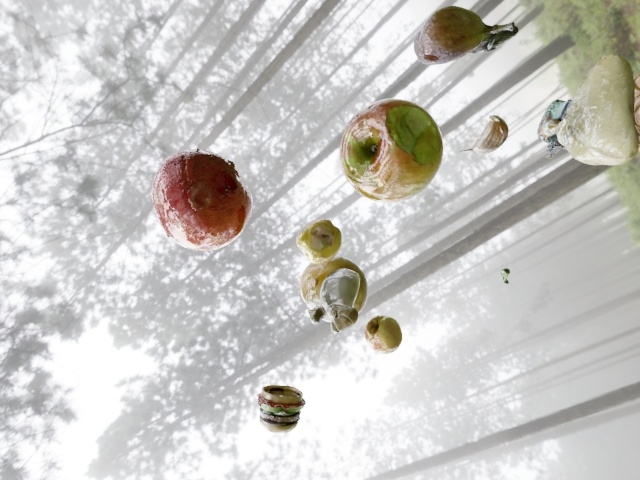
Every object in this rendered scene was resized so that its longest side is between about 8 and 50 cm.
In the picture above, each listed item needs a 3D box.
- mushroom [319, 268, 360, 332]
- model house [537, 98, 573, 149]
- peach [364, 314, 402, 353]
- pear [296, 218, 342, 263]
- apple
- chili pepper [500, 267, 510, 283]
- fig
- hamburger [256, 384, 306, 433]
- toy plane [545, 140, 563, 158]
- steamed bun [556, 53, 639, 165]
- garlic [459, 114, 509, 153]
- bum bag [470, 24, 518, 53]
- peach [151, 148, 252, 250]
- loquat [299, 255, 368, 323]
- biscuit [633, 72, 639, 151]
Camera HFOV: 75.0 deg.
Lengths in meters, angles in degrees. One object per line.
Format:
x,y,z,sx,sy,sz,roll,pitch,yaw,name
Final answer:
0.045,0.153,1.091,0.093,0.116,0.225,53,-159,-12,mushroom
1.023,-0.460,1.640,0.252,0.185,0.291,25,-167,12,model house
0.292,0.437,1.924,0.184,0.184,0.184,35,-146,-28,peach
0.000,0.000,1.600,0.178,0.178,0.178,35,-146,-28,pear
0.237,-0.289,1.367,0.339,0.339,0.340,35,-146,-28,apple
0.666,0.128,1.509,0.030,0.034,0.091,-66,-30,-28,chili pepper
0.405,-0.589,1.184,0.170,0.273,0.146,-59,-39,-76,fig
-0.135,0.576,1.416,0.175,0.175,0.137,10,-96,-50,hamburger
0.767,-0.298,1.366,0.121,0.049,0.031,78,-175,-75,toy plane
0.600,-0.255,0.934,0.212,0.110,0.232,62,-148,-73,steamed bun
0.694,-0.425,1.742,0.128,0.198,0.091,17,-132,-23,garlic
0.621,-0.770,1.602,0.340,0.143,0.095,-25,-78,-35,bum bag
-0.401,-0.142,1.441,0.369,0.370,0.370,35,-146,-28,peach
0.049,0.239,1.924,0.328,0.328,0.359,47,-129,-10,loquat
0.822,-0.307,0.940,0.051,0.269,0.376,35,-142,-25,biscuit
